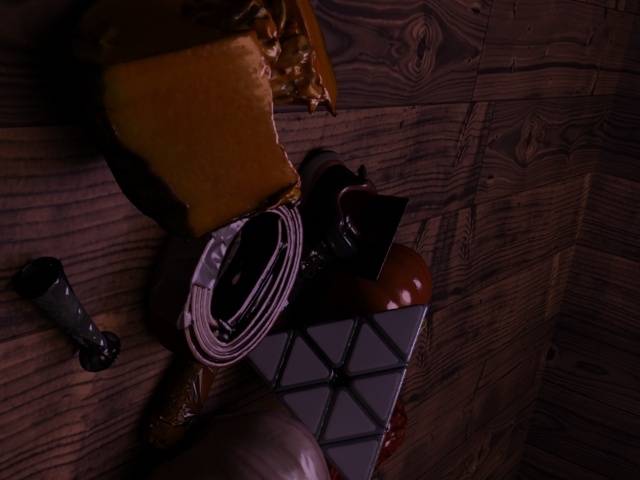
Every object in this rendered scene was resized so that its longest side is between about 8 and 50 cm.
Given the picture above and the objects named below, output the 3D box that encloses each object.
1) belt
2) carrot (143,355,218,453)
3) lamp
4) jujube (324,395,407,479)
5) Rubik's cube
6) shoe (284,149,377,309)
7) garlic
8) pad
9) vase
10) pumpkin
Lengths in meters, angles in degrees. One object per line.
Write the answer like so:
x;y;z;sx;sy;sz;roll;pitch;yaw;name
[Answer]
-0.127;0.041;1.222;0.184;0.105;0.261;48;64;-37;belt
-0.185;0.195;1.295;0.229;0.069;0.069;-64;150;-13;carrot
0.095;0.103;1.569;0.223;0.196;0.223;-44;178;-2;lamp
0.060;0.366;1.701;0.250;0.174;0.174;-26;129;-37;jujube
0.038;0.228;1.435;0.228;0.233;0.228;-31;116;-36;Rubik's cube
0.000;0.000;1.407;0.291;0.137;0.114;-63;149;-12;shoe
-0.123;0.397;1.303;0.317;0.259;0.317;-44;171;-9;garlic
0.059;-0.013;1.450;0.003;0.211;0.143;26;82;-29;pad
-0.294;0.090;1.051;0.059;0.059;0.167;-55;146;-26;vase
-0.127;-0.172;0.986;0.303;0.256;0.225;-73;156;-49;pumpkin
